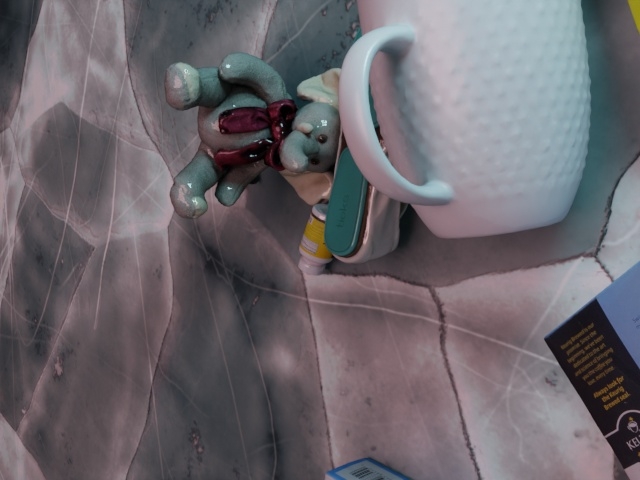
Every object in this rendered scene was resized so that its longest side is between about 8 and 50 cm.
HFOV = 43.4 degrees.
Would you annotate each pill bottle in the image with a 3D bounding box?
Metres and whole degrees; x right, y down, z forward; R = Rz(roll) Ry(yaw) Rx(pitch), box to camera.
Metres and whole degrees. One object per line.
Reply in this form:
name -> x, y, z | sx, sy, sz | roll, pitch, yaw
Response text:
pill bottle -> 0.000, 0.000, 1.401 | 0.065, 0.065, 0.116 | 38, 119, 36

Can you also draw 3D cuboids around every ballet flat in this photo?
ballet flat -> 0.097, -0.159, 1.252 | 0.139, 0.139, 0.400 | 17, 100, 43

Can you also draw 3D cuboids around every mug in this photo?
mug -> 0.171, -0.168, 1.008 | 0.276, 0.374, 0.328 | -5, 97, 49

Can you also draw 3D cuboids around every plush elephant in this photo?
plush elephant -> -0.074, -0.175, 1.348 | 0.255, 0.330, 0.271 | 18, 121, 19

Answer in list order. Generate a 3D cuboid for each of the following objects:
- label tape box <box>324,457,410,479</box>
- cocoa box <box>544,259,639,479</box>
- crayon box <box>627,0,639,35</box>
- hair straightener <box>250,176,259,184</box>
label tape box -> 0.112, 0.568, 1.303 | 0.249, 0.115, 0.347 | 15, 102, 43
cocoa box -> 0.448, 0.087, 0.803 | 0.228, 0.231, 0.347 | 62, 145, 22
crayon box -> 0.403, -0.378, 0.888 | 0.202, 0.081, 0.318 | 127, 133, -71
hair straightener -> -0.149, -0.218, 1.553 | 0.089, 0.047, 0.230 | -15, 78, 44
